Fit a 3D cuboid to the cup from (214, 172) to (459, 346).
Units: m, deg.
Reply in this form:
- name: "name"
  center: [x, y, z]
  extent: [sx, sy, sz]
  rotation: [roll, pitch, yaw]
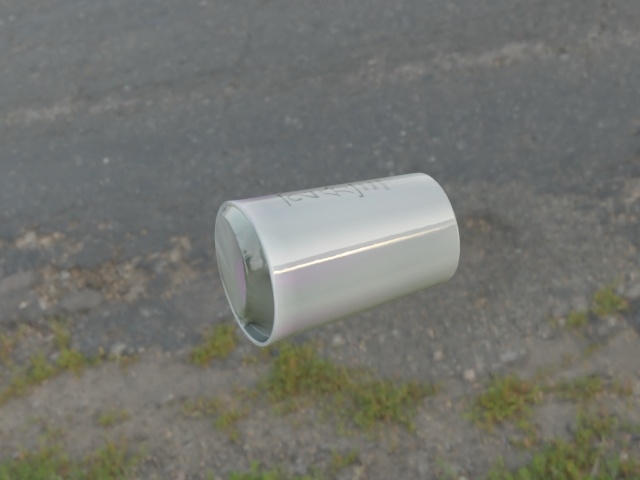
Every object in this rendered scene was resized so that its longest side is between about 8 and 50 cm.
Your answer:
- name: "cup"
  center: [0.000, 0.000, 0.615]
  extent: [0.116, 0.074, 0.104]
  rotation: [-15, 28, -23]
